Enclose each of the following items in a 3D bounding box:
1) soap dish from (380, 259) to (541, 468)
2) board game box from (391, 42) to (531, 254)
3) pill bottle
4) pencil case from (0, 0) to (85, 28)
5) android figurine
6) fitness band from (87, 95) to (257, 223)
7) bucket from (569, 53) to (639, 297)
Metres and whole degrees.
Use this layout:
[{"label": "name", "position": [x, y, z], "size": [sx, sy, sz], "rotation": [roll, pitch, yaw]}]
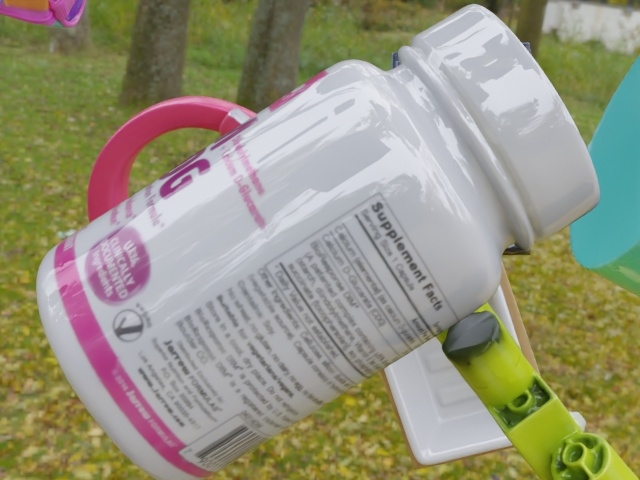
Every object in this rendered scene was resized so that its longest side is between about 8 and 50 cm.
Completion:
[{"label": "soap dish", "position": [0.207, 0.180, 1.353], "size": [0.228, 0.291, 0.118], "rotation": [-18, 4, 16]}, {"label": "board game box", "position": [0.163, -0.105, 1.046], "size": [0.165, 0.243, 0.042], "rotation": [-1, -11, 17]}, {"label": "pill bottle", "position": [0.000, 0.000, 0.508], "size": [0.283, 0.160, 0.160], "rotation": [-32, 19, 3]}, {"label": "pencil case", "position": [-0.280, -0.208, 0.617], "size": [0.236, 0.105, 0.104], "rotation": [8, 17, -2]}, {"label": "android figurine", "position": [0.164, 0.133, 0.674], "size": [0.273, 0.056, 0.248], "rotation": [49, 4, -26]}, {"label": "fitness band", "position": [-0.078, 0.000, 0.817], "size": [0.291, 0.209, 0.054], "rotation": [42, 24, -4]}, {"label": "bucket", "position": [0.344, -0.053, 0.730], "size": [0.183, 0.281, 0.281], "rotation": [21, 16, -5]}]
